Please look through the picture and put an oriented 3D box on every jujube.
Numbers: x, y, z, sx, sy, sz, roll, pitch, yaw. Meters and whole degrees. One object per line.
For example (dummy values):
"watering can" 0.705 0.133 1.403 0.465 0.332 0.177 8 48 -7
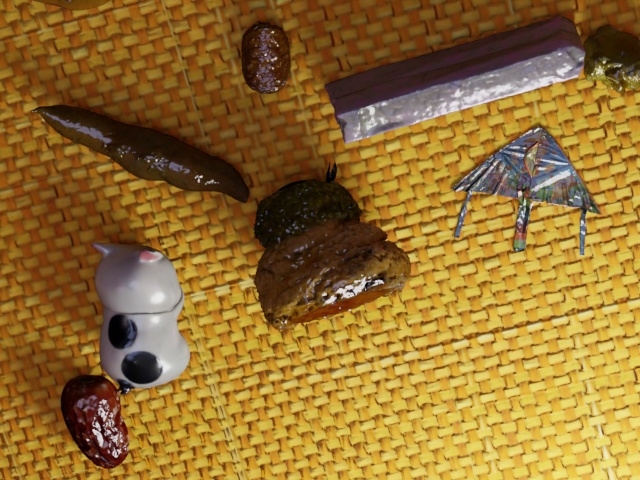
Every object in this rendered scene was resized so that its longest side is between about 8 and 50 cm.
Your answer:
"jujube" -0.278 0.226 2.058 0.077 0.077 0.129 -13 118 8

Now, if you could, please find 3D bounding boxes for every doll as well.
"doll" -0.218 0.088 1.989 0.110 0.107 0.181 5 104 24

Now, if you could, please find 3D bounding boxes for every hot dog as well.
"hot dog" -0.064 -0.213 1.914 0.058 0.035 0.083 0 109 4

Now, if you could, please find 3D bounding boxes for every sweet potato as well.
"sweet potato" -0.210 -0.105 1.944 0.274 0.067 0.067 20 109 -7

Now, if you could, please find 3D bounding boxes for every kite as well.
"kite" 0.248 -0.060 1.960 0.183 0.010 0.160 9 109 0

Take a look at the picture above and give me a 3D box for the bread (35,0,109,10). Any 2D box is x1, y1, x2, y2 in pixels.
"bread" -0.274 -0.391 1.813 0.195 0.142 0.270 8 107 1

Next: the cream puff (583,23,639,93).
"cream puff" 0.339 -0.203 1.886 0.083 0.083 0.058 -8 149 -6

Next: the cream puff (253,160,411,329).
"cream puff" 0.000 0.000 1.932 0.183 0.183 0.169 -21 81 10

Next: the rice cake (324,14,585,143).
"rice cake" 0.152 -0.183 1.875 0.298 0.106 0.050 -16 116 8
